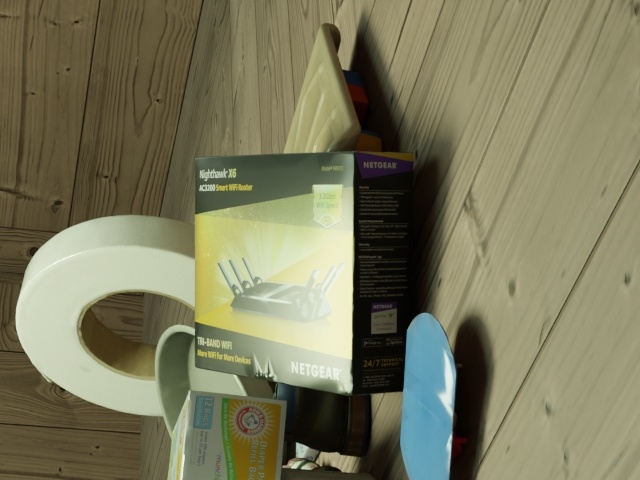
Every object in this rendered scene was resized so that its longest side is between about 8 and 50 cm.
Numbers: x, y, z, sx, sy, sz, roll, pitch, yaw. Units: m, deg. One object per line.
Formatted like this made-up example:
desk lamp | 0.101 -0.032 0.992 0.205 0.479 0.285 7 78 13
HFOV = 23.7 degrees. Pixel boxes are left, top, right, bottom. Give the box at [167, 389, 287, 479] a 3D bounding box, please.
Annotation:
box | -0.104 0.240 1.627 0.203 0.103 0.114 118 158 -68

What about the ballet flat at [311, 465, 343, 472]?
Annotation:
ballet flat | -0.002 0.356 1.773 0.084 0.058 0.249 35 133 36

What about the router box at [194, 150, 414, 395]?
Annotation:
router box | -0.025 0.028 1.627 0.309 0.081 0.242 1 91 55

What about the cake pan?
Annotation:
cake pan | -0.140 0.251 2.187 0.293 0.054 0.293 35 135 44

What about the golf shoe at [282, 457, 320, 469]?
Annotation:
golf shoe | -0.031 0.360 1.862 0.086 0.068 0.186 173 103 -77

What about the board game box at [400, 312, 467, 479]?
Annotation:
board game box | 0.110 0.149 1.366 0.133 0.033 0.168 -146 57 -71

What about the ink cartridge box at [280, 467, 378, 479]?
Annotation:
ink cartridge box | 0.017 0.344 1.510 0.273 0.115 0.198 -177 92 -80

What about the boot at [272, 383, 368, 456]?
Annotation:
boot | -0.005 0.142 1.741 0.082 0.106 0.219 108 163 -49

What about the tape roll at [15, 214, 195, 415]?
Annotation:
tape roll | -0.257 0.120 2.279 0.392 0.392 0.072 108 171 -46

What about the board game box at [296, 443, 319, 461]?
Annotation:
board game box | -0.013 0.234 1.955 0.090 0.020 0.090 112 160 -56

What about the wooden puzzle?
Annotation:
wooden puzzle | 0.000 -0.057 1.868 0.348 0.081 0.322 -94 19 -60
